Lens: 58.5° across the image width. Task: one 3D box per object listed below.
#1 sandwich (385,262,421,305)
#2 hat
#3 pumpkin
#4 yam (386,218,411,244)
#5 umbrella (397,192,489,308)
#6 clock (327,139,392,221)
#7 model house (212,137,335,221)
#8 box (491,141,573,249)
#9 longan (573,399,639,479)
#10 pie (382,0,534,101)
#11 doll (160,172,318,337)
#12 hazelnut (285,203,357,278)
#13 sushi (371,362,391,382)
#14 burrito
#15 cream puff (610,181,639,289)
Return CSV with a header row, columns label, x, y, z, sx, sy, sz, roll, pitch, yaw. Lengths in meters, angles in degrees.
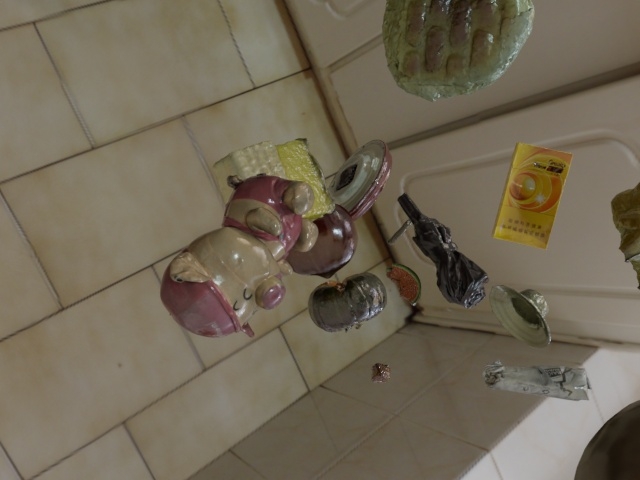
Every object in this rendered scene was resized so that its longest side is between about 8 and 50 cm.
label,x,y,z,sx,sy,sz,roll,pitch,yaw
sandwich,0.217,0.110,1.441,0.067,0.135,0.029,-16,140,-11
hat,0.674,0.219,1.851,0.110,0.252,0.252,-34,104,-16
pumpkin,0.083,0.187,1.693,0.238,0.238,0.159,-12,88,-29
yam,0.281,-0.030,2.018,0.033,0.129,0.027,2,51,-33
umbrella,0.277,0.014,1.362,0.118,0.118,0.340,-10,53,-29
clock,0.105,-0.191,1.847,0.080,0.318,0.318,32,73,-24
model house,-0.111,-0.105,1.215,0.234,0.175,0.193,-19,87,-62
box,0.578,-0.122,1.571,0.152,0.043,0.269,14,97,4
longan,0.446,0.348,0.650,0.288,0.288,0.350,-31,87,-27
pie,0.253,-0.420,1.098,0.071,0.306,0.306,-38,110,-61
doll,-0.106,0.029,0.814,0.256,0.152,0.196,-53,130,-22
hazelnut,0.000,0.000,1.606,0.230,0.229,0.229,1,87,-29
sushi,0.148,0.324,1.409,0.050,0.099,0.047,3,64,-11
burrito,0.423,0.273,1.124,0.064,0.203,0.064,2,90,-67
cream puff,0.890,-0.032,1.431,0.323,0.274,0.269,42,48,-44
